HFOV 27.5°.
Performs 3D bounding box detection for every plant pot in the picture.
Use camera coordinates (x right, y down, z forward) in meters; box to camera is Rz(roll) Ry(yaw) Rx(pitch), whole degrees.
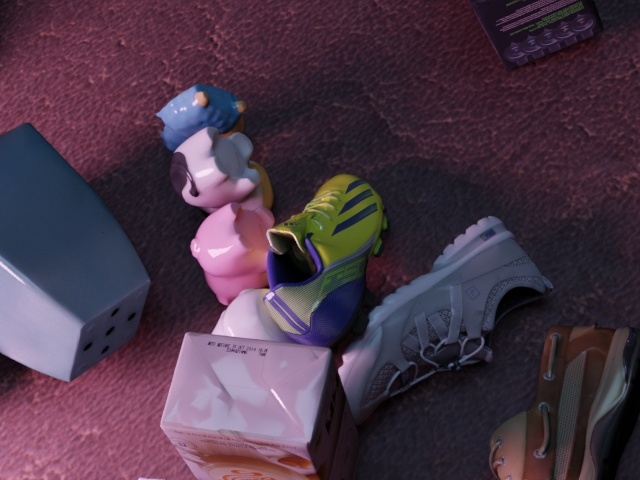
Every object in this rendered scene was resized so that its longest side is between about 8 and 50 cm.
[{"bbox_3d":[-0.309,0.026,1.423,0.234,0.166,0.165,39,47,17],"label":"plant pot"}]

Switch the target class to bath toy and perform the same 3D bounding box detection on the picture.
[{"bbox_3d":[-0.102,0.003,1.446,0.129,0.151,0.348,-34,57,32],"label":"bath toy"}]

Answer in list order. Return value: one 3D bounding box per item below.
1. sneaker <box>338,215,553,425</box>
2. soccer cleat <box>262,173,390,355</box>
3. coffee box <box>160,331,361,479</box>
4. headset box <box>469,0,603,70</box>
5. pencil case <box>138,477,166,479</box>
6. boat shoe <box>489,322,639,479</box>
[{"bbox_3d":[0.125,0.097,1.363,0.281,0.105,0.115,-44,68,-13],"label":"sneaker"},{"bbox_3d":[0.001,0.000,1.385,0.093,0.121,0.289,-43,21,30],"label":"soccer cleat"},{"bbox_3d":[-0.048,0.187,1.255,0.141,0.246,0.098,6,63,13],"label":"coffee box"},{"bbox_3d":[0.212,-0.375,1.529,0.131,0.283,0.246,-22,57,15],"label":"headset box"},{"bbox_3d":[-0.165,0.366,1.244,0.113,0.124,0.273,5,62,12],"label":"pencil case"},{"bbox_3d":[0.227,0.219,1.276,0.119,0.123,0.324,13,55,22],"label":"boat shoe"}]
